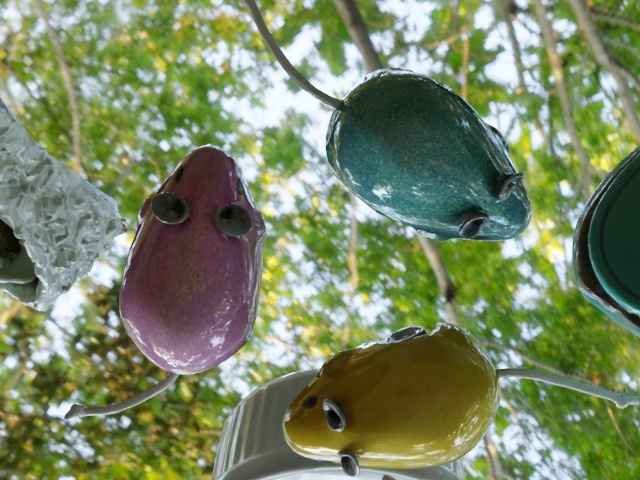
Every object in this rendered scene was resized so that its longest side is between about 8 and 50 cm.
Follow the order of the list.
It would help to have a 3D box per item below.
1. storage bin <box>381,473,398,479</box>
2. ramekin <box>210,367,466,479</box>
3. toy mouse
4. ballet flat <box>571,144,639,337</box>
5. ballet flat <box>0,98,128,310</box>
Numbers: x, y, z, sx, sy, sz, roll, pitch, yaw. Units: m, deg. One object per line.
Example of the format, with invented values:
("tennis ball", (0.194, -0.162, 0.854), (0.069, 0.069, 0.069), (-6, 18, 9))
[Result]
("storage bin", (0.097, 0.350, 0.916), (0.262, 0.123, 0.260), (24, -84, 17))
("ramekin", (0.018, 0.234, 1.209), (0.273, 0.273, 0.127), (-15, -131, 18))
("toy mouse", (0.000, 0.000, 0.329), (0.161, 0.031, 0.143), (-13, -79, 0))
("ballet flat", (0.189, -0.033, 0.347), (0.247, 0.087, 0.083), (-30, -108, 6))
("ballet flat", (-0.273, -0.059, 0.881), (0.147, 0.409, 0.147), (-10, -120, 18))
